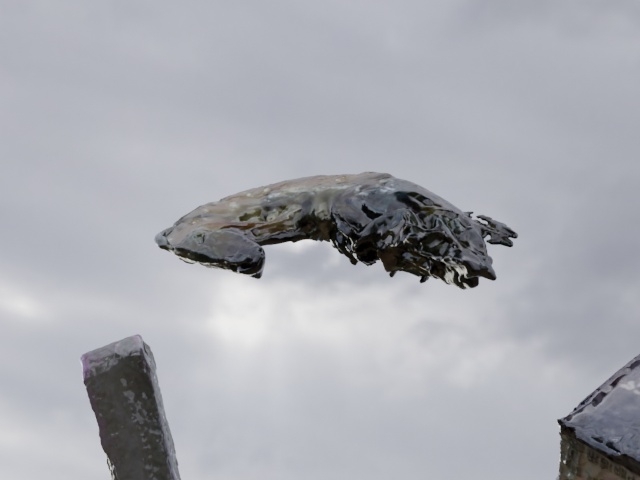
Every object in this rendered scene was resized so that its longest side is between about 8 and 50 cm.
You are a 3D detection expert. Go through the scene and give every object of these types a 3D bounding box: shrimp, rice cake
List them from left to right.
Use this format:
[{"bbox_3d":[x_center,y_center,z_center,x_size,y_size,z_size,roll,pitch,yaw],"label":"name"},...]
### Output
[{"bbox_3d":[-0.144,0.281,1.592,0.070,0.399,0.064,-14,-14,3],"label":"rice cake"},{"bbox_3d":[0.000,0.000,1.461,0.233,0.071,0.365,-13,17,-23],"label":"shrimp"}]

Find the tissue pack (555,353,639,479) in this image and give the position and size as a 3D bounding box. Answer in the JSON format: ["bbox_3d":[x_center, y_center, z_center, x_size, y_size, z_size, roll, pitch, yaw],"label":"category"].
[{"bbox_3d":[0.287,0.143,1.104,0.235,0.173,0.073,28,-46,36],"label":"tissue pack"}]
